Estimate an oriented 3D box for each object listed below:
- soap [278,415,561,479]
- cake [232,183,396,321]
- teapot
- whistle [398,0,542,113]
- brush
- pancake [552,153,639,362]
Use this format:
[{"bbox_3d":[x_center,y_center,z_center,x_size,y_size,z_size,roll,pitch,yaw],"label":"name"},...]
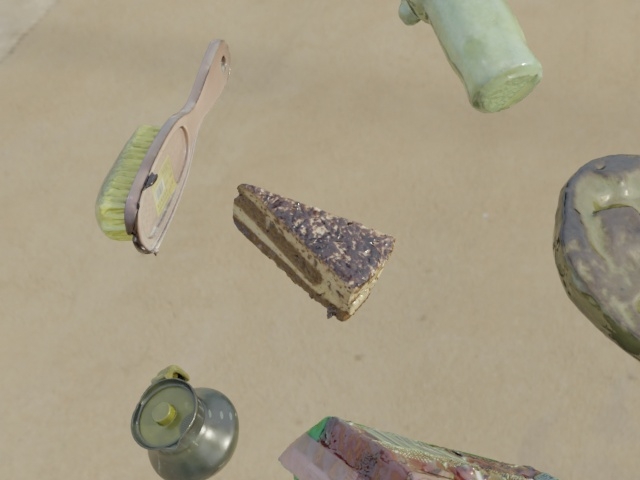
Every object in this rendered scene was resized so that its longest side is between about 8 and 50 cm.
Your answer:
[{"bbox_3d":[0.126,0.239,0.848,0.273,0.098,0.218,21,2,-28],"label":"soap"},{"bbox_3d":[-0.004,-0.009,1.440,0.246,0.112,0.135,43,56,16],"label":"cake"},{"bbox_3d":[-0.176,0.227,1.228,0.130,0.119,0.165,-29,49,7],"label":"teapot"},{"bbox_3d":[0.062,-0.191,0.591,0.067,0.126,0.258,2,57,-42],"label":"whistle"},{"bbox_3d":[-0.151,-0.109,0.944,0.067,0.072,0.313,6,44,10],"label":"brush"},{"bbox_3d":[0.356,0.025,0.913,0.294,0.049,0.294,6,54,-8],"label":"pancake"}]
